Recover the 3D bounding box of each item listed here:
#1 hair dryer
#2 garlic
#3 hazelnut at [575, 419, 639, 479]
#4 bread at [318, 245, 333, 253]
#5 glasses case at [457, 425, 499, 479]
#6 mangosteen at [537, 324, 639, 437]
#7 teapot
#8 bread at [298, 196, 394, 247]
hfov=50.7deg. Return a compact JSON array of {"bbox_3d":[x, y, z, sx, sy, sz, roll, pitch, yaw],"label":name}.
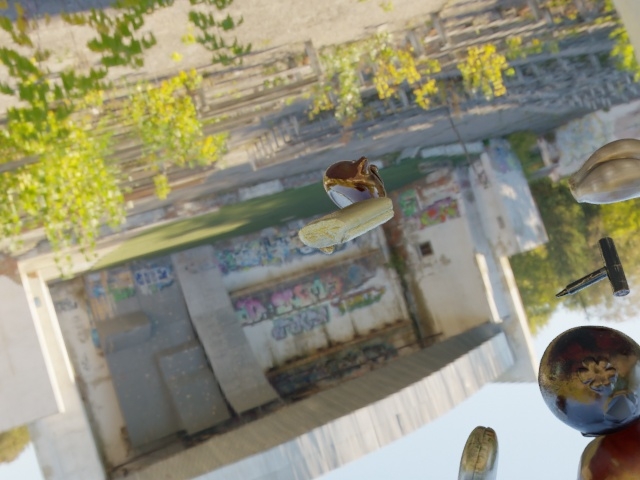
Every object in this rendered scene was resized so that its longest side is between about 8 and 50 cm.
[{"bbox_3d":[0.758,0.096,1.923,0.194,0.173,0.050,-20,143,27],"label":"hair dryer"},{"bbox_3d":[1.027,-0.194,2.223,0.340,0.246,0.231,7,-147,-13],"label":"garlic"},{"bbox_3d":[0.894,0.680,1.894,0.359,0.359,0.409,-18,140,10],"label":"hazelnut"},{"bbox_3d":[0.000,0.000,2.174,0.024,0.110,0.110,-46,166,20],"label":"bread"},{"bbox_3d":[0.415,0.660,1.805,0.098,0.425,0.156,12,-136,20],"label":"glasses case"},{"bbox_3d":[0.730,0.370,1.792,0.311,0.311,0.311,-17,177,-1],"label":"mangosteen"},{"bbox_3d":[0.102,-0.133,1.739,0.135,0.178,0.252,-47,162,-14],"label":"teapot"},{"bbox_3d":[0.058,-0.038,1.428,0.139,0.060,0.178,-13,-170,45],"label":"bread"}]
